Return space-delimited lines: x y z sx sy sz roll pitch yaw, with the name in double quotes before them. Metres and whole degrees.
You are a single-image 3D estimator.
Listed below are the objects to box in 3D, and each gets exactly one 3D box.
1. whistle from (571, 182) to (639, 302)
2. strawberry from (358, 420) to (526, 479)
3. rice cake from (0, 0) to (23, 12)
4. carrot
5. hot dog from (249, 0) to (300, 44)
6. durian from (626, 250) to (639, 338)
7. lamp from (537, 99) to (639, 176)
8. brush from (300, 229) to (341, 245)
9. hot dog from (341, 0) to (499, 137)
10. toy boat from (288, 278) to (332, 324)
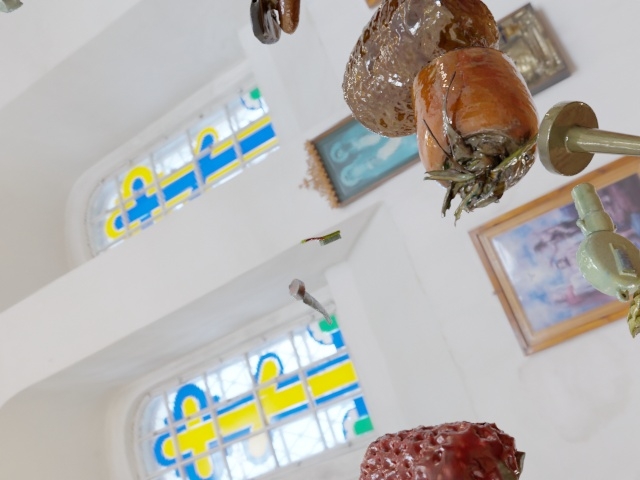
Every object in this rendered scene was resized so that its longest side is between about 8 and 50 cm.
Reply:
"whistle" 0.519 0.000 1.216 0.126 0.067 0.258 9 -130 -15
"strawberry" 0.238 0.520 1.402 0.295 0.345 0.317 6 -87 -68
"rice cake" -0.340 -0.249 0.640 0.121 0.021 0.022 27 -127 13
"carrot" 0.251 -0.182 1.068 0.214 0.193 0.331 76 -169 -52
"hot dog" -0.076 -0.596 1.471 0.194 0.107 0.326 -6 -91 -65
"durian" 0.444 0.024 0.781 0.306 0.172 0.166 -34 -85 -32
"lamp" 0.290 -0.075 0.552 0.121 0.121 0.215 50 166 -30
"brush" 0.000 0.000 1.159 0.083 0.019 0.021 -15 -86 -35
"hot dog" 0.194 -0.372 1.354 0.174 0.387 0.267 -35 -98 -36
"toy boat" -0.010 0.132 1.346 0.122 0.034 0.096 43 -173 -16
